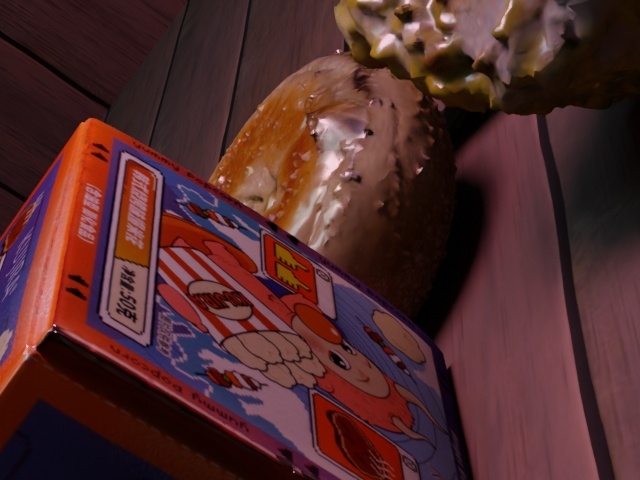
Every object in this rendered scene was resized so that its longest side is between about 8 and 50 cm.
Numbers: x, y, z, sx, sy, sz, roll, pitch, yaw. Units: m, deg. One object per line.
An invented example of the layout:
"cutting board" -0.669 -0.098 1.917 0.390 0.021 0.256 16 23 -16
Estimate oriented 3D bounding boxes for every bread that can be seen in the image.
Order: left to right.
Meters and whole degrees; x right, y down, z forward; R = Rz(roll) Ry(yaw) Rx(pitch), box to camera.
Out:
"bread" 0.000 0.000 1.458 0.305 0.158 0.305 -49 23 30

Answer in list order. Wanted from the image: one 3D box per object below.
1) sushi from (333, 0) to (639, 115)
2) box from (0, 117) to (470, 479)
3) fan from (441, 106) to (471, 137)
"sushi" 0.134 -0.277 1.171 0.240 0.397 0.351 -13 -17 -41
"box" -0.092 0.149 1.146 0.257 0.318 0.349 -51 15 17
"fan" 0.135 -0.137 1.596 0.282 0.023 0.057 -53 7 17
